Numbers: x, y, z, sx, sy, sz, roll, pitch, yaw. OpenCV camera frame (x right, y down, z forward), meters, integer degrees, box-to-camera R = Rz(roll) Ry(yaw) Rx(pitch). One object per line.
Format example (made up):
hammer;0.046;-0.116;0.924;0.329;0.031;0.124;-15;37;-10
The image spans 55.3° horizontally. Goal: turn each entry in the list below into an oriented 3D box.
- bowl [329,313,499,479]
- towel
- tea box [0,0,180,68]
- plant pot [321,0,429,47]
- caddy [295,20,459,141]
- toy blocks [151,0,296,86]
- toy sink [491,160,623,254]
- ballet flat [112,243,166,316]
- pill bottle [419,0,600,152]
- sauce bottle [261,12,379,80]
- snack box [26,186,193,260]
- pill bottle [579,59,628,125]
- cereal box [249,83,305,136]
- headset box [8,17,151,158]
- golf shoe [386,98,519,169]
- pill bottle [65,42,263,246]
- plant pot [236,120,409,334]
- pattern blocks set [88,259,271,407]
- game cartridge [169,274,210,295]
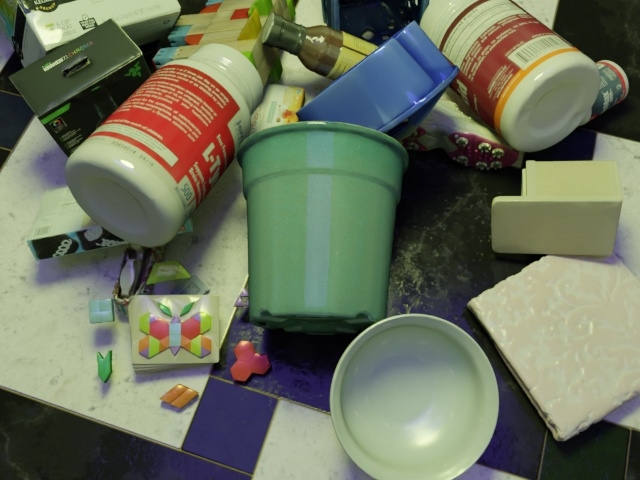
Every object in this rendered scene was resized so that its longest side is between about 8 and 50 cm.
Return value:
bowl;0.156;0.279;1.105;0.298;0.134;0.297;0;86;-6
towel;0.507;0.176;1.205;0.332;0.053;0.317;-27;67;-11
tea box;-0.555;-0.572;1.382;0.329;0.220;0.323;-32;94;-30
plant pot;0.114;-0.581;1.465;0.236;0.236;0.212;-15;59;-5
caddy;0.117;-0.277;1.238;0.179;0.341;0.241;51;44;-12
toy blocks;-0.233;-0.478;1.455;0.261;0.190;0.381;1;48;17
toy sink;0.469;-0.068;1.237;0.234;0.152;0.131;0;46;17
ballet flat;-0.380;0.041;1.282;0.091;0.077;0.240;0;65;5
pill bottle;0.391;-0.391;1.335;0.224;0.224;0.392;-23;51;-8
sauce bottle;0.038;-0.419;1.381;0.345;0.111;0.111;17;64;-22
snack box;-0.435;-0.063;1.299;0.322;0.060;0.187;-11;38;-3
pill bottle;0.597;-0.324;1.395;0.180;0.108;0.108;-32;69;-11
cereal box;-0.168;-0.296;1.440;0.240;0.047;0.172;8;65;5
headset box;-0.485;-0.304;1.328;0.246;0.283;0.131;-36;70;-14
golf shoe;0.301;-0.257;1.375;0.306;0.115;0.140;19;65;9
pill bottle;-0.279;-0.203;1.191;0.229;0.229;0.407;21;54;11
plant pot;0.000;0.000;1.171;0.341;0.341;0.334;1;75;2
pattern blocks set;-0.283;0.180;1.199;0.325;0.026;0.285;-16;84;-7
game cartridge;-0.280;0.114;1.280;0.056;0.017;0.083;43;74;15
